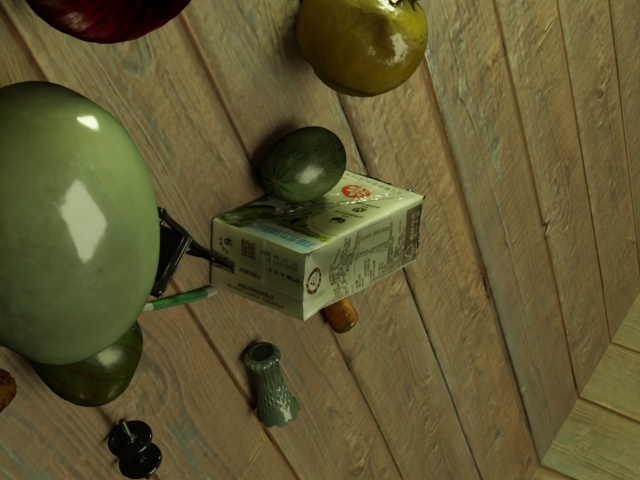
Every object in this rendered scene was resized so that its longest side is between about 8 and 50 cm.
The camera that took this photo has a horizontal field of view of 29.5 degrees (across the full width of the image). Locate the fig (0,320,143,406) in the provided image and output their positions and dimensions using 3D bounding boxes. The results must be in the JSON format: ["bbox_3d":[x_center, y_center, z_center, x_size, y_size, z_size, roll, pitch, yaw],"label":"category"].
[{"bbox_3d":[-0.361,0.132,1.599,0.259,0.151,0.151,16,95,-31],"label":"fig"}]

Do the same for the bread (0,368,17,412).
[{"bbox_3d":[-0.451,0.218,1.455,0.193,0.193,0.064,-40,95,-38],"label":"bread"}]

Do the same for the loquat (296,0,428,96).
[{"bbox_3d":[0.067,-0.328,1.873,0.213,0.213,0.213,-33,134,-43],"label":"loquat"}]

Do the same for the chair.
[{"bbox_3d":[-0.227,0.026,1.716,0.113,0.106,0.229,-62,147,-13],"label":"chair"}]

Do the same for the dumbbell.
[{"bbox_3d":[-0.280,0.317,1.839,0.069,0.069,0.147,-47,143,-31],"label":"dumbbell"}]

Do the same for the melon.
[{"bbox_3d":[-0.023,-0.123,1.933,0.167,0.114,0.114,-32,133,-41],"label":"melon"}]

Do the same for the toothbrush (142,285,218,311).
[{"bbox_3d":[-0.241,0.096,1.819,0.257,0.018,0.024,-14,122,-53],"label":"toothbrush"}]

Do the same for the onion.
[{"bbox_3d":[-0.214,-0.354,1.350,0.273,0.285,0.273,-19,114,-51],"label":"onion"}]

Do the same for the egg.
[{"bbox_3d":[-0.315,-0.016,1.417,0.258,0.258,0.352,-42,140,-36],"label":"egg"}]

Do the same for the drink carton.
[{"bbox_3d":[0.001,0.000,1.964,0.324,0.194,0.132,-25,126,-48],"label":"drink carton"}]

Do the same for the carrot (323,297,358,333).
[{"bbox_3d":[0.009,0.077,2.169,0.057,0.057,0.224,-52,139,-25],"label":"carrot"}]

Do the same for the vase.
[{"bbox_3d":[-0.087,0.243,2.090,0.081,0.081,0.149,-44,137,-35],"label":"vase"}]
